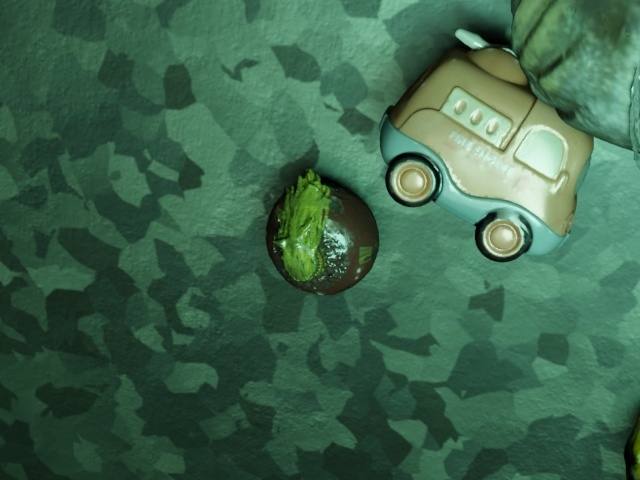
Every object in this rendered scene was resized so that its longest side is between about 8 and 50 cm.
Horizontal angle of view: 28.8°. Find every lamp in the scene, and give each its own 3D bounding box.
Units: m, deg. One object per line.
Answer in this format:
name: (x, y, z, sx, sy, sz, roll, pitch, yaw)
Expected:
lamp: (-0.003, 0.003, 1.656, 0.157, 0.135, 0.156, 33, 122, -4)

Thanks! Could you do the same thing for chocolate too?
chocolate: (0.319, -0.247, 1.368, 0.213, 0.303, 0.303, 23, 124, 30)

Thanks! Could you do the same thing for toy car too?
toy car: (0.214, -0.119, 1.511, 0.270, 0.180, 0.212, 32, 112, -1)

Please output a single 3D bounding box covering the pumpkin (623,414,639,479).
pumpkin: (0.534, 0.343, 1.599, 0.256, 0.303, 0.225, -31, 114, 0)
